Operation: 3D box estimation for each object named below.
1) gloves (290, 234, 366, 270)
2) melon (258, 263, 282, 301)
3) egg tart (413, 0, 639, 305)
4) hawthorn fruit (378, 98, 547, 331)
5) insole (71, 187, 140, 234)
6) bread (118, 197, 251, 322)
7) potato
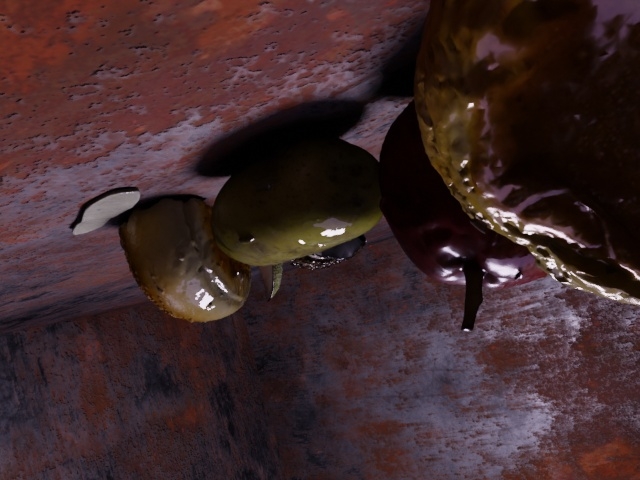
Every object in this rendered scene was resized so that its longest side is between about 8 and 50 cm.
[{"bbox_3d":[0.005,0.006,1.328,0.211,0.135,0.312,-13,174,-20],"label":"gloves"},{"bbox_3d":[-0.131,0.056,1.243,0.098,0.182,0.054,-26,168,40],"label":"melon"},{"bbox_3d":[0.236,-0.107,0.308,0.352,0.352,0.150,-20,-149,36],"label":"egg tart"},{"bbox_3d":[0.173,-0.033,0.521,0.230,0.265,0.210,-9,154,36],"label":"hawthorn fruit"},{"bbox_3d":[-0.307,-0.038,0.702,0.063,0.010,0.192,-11,172,-42],"label":"insole"},{"bbox_3d":[-0.216,0.049,0.871,0.172,0.191,0.314,-18,174,8],"label":"bread"},{"bbox_3d":[-0.034,-0.048,0.652,0.197,0.148,0.228,-28,-177,-31],"label":"potato"}]
